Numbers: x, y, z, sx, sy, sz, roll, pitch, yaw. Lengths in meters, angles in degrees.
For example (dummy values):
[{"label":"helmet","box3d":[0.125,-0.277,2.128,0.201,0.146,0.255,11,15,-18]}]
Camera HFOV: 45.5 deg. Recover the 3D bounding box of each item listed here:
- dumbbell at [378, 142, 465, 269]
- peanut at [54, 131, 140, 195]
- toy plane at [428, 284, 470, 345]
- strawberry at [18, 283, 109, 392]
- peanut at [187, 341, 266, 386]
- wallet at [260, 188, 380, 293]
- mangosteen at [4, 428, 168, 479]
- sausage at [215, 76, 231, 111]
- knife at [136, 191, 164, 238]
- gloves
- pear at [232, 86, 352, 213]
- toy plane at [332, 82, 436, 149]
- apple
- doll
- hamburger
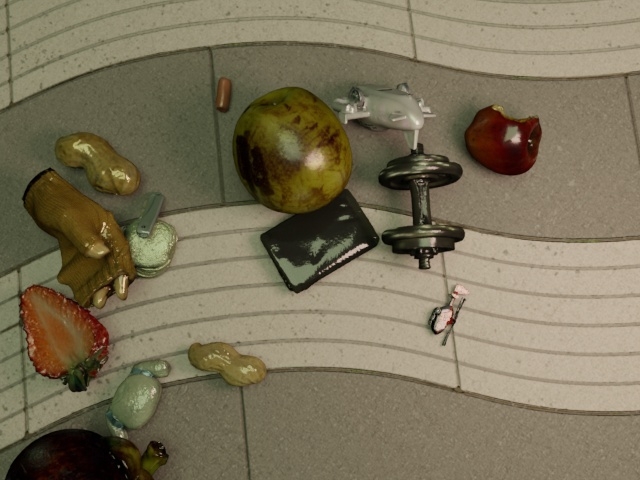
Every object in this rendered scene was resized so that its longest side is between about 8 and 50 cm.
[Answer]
[{"label":"dumbbell","box3d":[0.228,-0.078,1.719,0.192,0.192,0.289,-3,81,1]},{"label":"peanut","box3d":[-0.526,-0.184,1.804,0.229,0.098,0.103,36,52,9]},{"label":"toy plane","box3d":[0.293,0.166,1.758,0.060,0.037,0.145,27,84,1]},{"label":"strawberry","box3d":[-0.569,0.220,1.733,0.188,0.106,0.286,-41,70,9]},{"label":"peanut","box3d":[-0.214,0.279,1.735,0.187,0.082,0.082,23,83,5]},{"label":"wallet","box3d":[0.000,0.000,1.787,0.245,0.052,0.168,-30,82,-7]},{"label":"mangosteen","box3d":[-0.501,0.548,1.600,0.330,0.330,0.330,0,81,1]},{"label":"sausage","box3d":[-0.235,-0.354,1.852,0.034,0.034,0.083,5,81,2]},{"label":"knife","box3d":[-0.397,-0.061,1.765,0.044,0.023,0.162,8,37,-2]},{"label":"gloves","box3d":[-0.535,-0.008,1.719,0.155,0.203,0.356,-24,72,-35]},{"label":"pear","box3d":[-0.065,-0.198,1.700,0.284,0.283,0.283,0,81,1]},{"label":"toy plane","box3d":[0.150,-0.297,1.753,0.252,0.252,0.118,6,114,2]},{"label":"apple","box3d":[0.417,-0.228,1.760,0.158,0.156,0.147,13,82,32]},{"label":"doll","box3d":[-0.417,0.360,1.728,0.104,0.071,0.214,28,83,5]},{"label":"hamburger","box3d":[-0.405,0.015,1.787,0.133,0.062,0.140,27,81,4]}]
